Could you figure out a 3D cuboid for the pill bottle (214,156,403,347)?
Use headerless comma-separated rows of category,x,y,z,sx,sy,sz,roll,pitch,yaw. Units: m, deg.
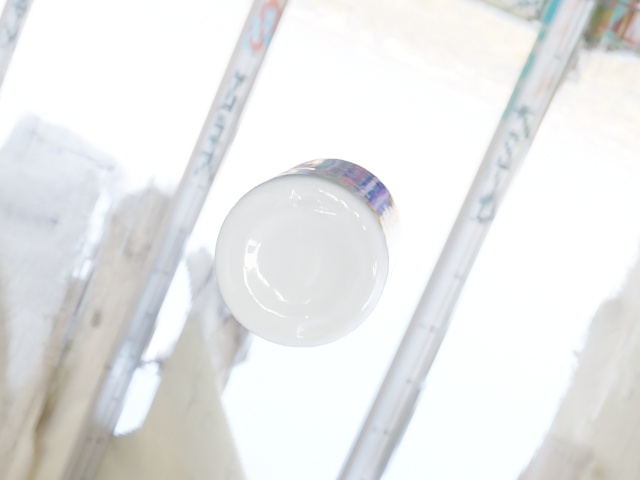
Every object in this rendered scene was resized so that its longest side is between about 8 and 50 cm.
pill bottle,0.000,0.000,1.138,0.152,0.152,0.272,24,-168,4
